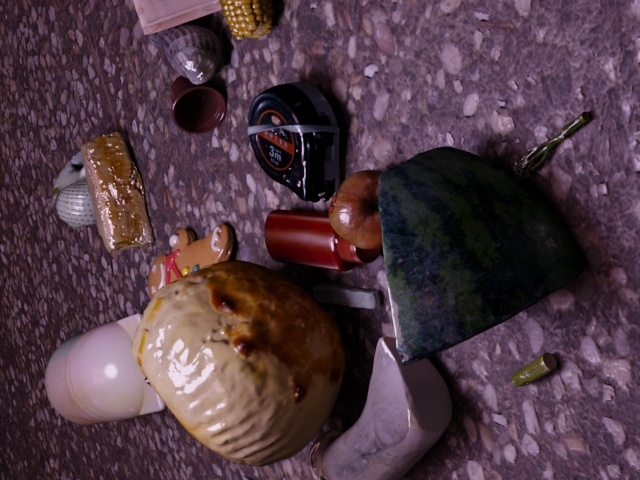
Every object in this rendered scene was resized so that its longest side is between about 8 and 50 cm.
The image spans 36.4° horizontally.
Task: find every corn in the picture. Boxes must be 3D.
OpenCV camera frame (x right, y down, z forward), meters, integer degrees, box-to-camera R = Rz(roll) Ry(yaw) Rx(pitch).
[{"bbox_3d":[-0.155,-0.511,1.712,0.115,0.115,0.318,-20,85,54],"label":"corn"}]

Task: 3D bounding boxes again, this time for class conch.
[{"bbox_3d":[-0.560,-0.121,2.365,0.200,0.131,0.172,-54,30,0],"label":"conch"}]

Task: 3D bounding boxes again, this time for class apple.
[{"bbox_3d":[0.079,-0.050,1.553,0.102,0.126,0.126,154,101,-78],"label":"apple"}]

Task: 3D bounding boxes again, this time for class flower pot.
[{"bbox_3d":[-0.253,-0.279,1.934,0.089,0.111,0.111,-124,38,-46],"label":"flower pot"}]

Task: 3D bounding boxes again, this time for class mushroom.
[{"bbox_3d":[0.088,0.342,1.666,0.177,0.126,0.397,65,144,31],"label":"mushroom"}]

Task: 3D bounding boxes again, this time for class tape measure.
[{"bbox_3d":[-0.043,-0.180,1.676,0.182,0.107,0.181,36,132,41],"label":"tape measure"}]

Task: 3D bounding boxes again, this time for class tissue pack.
[{"bbox_3d":[-0.307,-0.568,1.848,0.071,0.170,0.326,95,155,-82],"label":"tissue pack"}]

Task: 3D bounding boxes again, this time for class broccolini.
[{"bbox_3d":[0.311,-0.124,1.297,0.140,0.030,0.035,-39,79,47],"label":"broccolini"}]

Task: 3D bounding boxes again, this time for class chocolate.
[{"bbox_3d":[-0.269,-0.393,1.907,0.248,0.110,0.110,46,135,33],"label":"chocolate"}]

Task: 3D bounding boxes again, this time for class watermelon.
[{"bbox_3d":[0.156,0.036,1.366,0.283,0.250,0.293,59,139,25],"label":"watermelon"}]

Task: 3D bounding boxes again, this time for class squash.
[{"bbox_3d":[0.306,0.190,1.404,0.028,0.027,0.083,63,143,17],"label":"squash"}]

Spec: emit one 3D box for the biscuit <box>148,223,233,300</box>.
[{"bbox_3d":[-0.296,0.078,2.096,0.339,0.047,0.216,-5,77,53],"label":"biscuit"}]

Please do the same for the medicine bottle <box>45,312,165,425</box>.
[{"bbox_3d":[-0.482,0.310,2.312,0.406,0.235,0.236,-21,84,54],"label":"medicine bottle"}]

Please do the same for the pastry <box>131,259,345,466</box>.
[{"bbox_3d":[-0.132,0.203,1.733,0.388,0.312,0.388,46,175,5],"label":"pastry"}]

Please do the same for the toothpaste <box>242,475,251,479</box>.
[{"bbox_3d":[-0.101,0.567,2.069,0.255,0.037,0.067,11,110,55],"label":"toothpaste"}]

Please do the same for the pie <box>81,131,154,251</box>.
[{"bbox_3d":[-0.474,-0.106,2.271,0.068,0.128,0.283,169,86,-83],"label":"pie"}]

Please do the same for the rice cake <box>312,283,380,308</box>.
[{"bbox_3d":[0.044,0.099,1.719,0.170,0.029,0.033,3,108,52],"label":"rice cake"}]

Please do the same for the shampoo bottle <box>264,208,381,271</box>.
[{"bbox_3d":[0.000,0.000,1.713,0.260,0.064,0.102,6,106,52],"label":"shampoo bottle"}]
